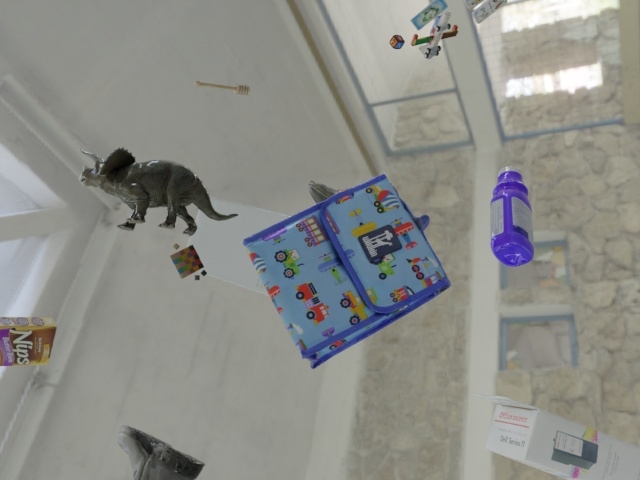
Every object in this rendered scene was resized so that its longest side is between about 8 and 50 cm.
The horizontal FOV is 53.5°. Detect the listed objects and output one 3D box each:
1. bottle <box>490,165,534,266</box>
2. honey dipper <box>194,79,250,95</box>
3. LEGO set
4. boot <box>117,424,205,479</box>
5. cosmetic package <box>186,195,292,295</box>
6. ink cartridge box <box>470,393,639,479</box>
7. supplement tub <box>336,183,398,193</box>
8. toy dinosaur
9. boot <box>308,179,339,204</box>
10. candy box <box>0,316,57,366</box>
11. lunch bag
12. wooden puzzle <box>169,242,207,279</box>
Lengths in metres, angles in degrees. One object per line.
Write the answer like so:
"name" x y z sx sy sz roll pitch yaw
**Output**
"bottle" 0.500 -0.071 1.665 0.118 0.092 0.282 37 -134 -32
"honey dipper" -0.269 -0.420 1.740 0.161 0.030 0.030 -2 -93 -37
"LEGO set" 0.257 -0.474 1.325 0.182 0.244 0.060 19 -141 -60
"boot" -0.405 0.545 1.392 0.118 0.338 0.222 36 -112 -28
"cosmetic package" -0.169 0.026 1.692 0.156 0.385 0.217 23 -95 -54
"ink cartridge box" 0.519 0.462 1.437 0.207 0.354 0.119 132 159 -75
"supplement tub" 0.096 -0.085 1.615 0.106 0.198 0.106 173 90 -77
"toy dinosaur" -0.305 -0.097 1.221 0.121 0.314 0.160 145 128 -70
"boot" -0.002 -0.001 1.341 0.076 0.190 0.208 8 -63 -53
"candy box" -0.728 0.236 1.487 0.187 0.053 0.109 5 -69 -40
"lunch bag" 0.057 0.041 1.061 0.221 0.293 0.138 60 176 19
"wooden puzzle" -0.253 0.041 1.205 0.049 0.006 0.083 -29 -82 -23
